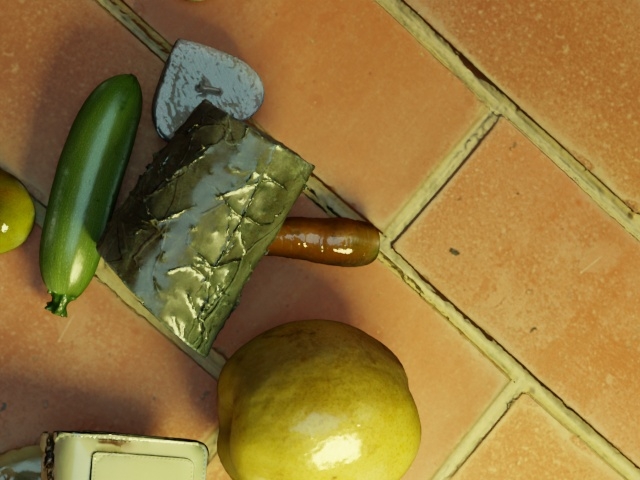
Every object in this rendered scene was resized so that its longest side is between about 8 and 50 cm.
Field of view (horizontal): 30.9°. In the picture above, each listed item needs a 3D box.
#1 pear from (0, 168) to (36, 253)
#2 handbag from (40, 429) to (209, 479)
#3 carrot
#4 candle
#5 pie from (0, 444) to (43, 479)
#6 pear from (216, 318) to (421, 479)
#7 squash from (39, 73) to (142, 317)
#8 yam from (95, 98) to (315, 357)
[{"bbox_3d":[-0.512,-0.047,1.790,0.141,0.104,0.141,1,86,-15],"label":"pear"},{"bbox_3d":[-0.314,0.471,1.723,0.236,0.160,0.359,12,74,-33],"label":"handbag"},{"bbox_3d":[0.000,0.000,1.891,0.193,0.087,0.087,4,86,-13],"label":"carrot"},{"bbox_3d":[-0.196,-0.247,1.876,0.192,0.068,0.169,-26,95,-13],"label":"candle"},{"bbox_3d":[-0.457,0.433,1.795,0.185,0.052,0.218,-24,94,-10],"label":"pie"},{"bbox_3d":[-0.008,0.267,1.771,0.314,0.314,0.315,1,87,-11],"label":"pear"},{"bbox_3d":[-0.368,-0.076,1.814,0.107,0.107,0.395,15,87,-10],"label":"squash"},{"bbox_3d":[-0.177,-0.030,1.775,0.241,0.241,0.348,33,88,-7],"label":"yam"}]
